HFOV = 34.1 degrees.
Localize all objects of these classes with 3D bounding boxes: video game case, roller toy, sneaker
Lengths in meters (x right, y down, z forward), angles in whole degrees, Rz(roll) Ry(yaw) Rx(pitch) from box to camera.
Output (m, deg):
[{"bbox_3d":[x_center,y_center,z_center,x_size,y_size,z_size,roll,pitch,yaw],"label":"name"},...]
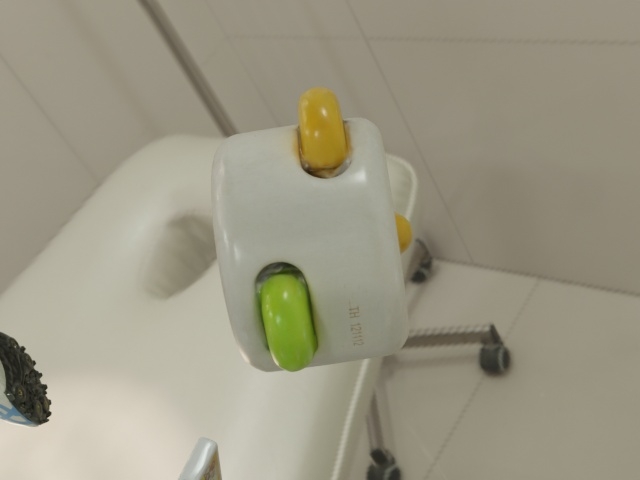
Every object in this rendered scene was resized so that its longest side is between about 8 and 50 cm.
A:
[{"bbox_3d":[-0.164,0.358,1.173,0.026,0.227,0.206,19,55,12],"label":"video game case"},{"bbox_3d":[0.000,0.000,0.829,0.146,0.191,0.209,-8,79,2],"label":"roller toy"},{"bbox_3d":[-0.355,0.124,1.001,0.086,0.237,0.085,-29,48,18],"label":"sneaker"}]
